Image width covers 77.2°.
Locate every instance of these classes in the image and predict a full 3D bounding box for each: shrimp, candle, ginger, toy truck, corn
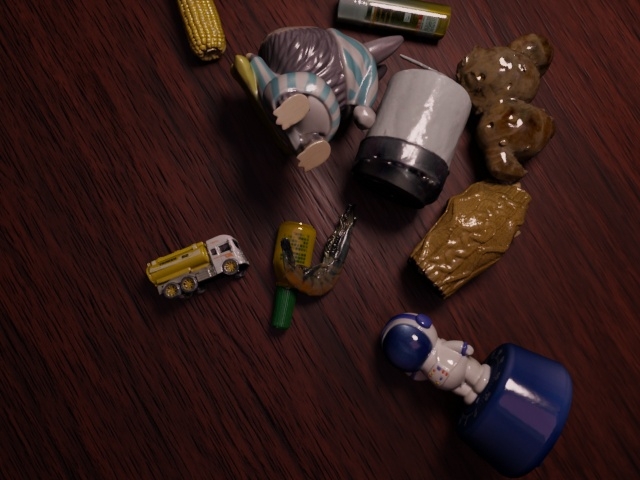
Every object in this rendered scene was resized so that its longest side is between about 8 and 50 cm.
[{"bbox_3d":[0.000,0.000,0.957,0.198,0.051,0.262,32,78,-41],"label":"shrimp"},{"bbox_3d":[0.226,-0.262,0.948,0.221,0.221,0.342,24,84,-1],"label":"candle"},{"bbox_3d":[0.467,-0.329,0.987,0.256,0.176,0.375,1,81,-15],"label":"ginger"},{"bbox_3d":[-0.292,0.063,0.958,0.227,0.098,0.114,-22,81,-3],"label":"toy truck"},{"bbox_3d":[-0.308,-0.577,1.011,0.093,0.093,0.244,-18,86,-4],"label":"corn"}]

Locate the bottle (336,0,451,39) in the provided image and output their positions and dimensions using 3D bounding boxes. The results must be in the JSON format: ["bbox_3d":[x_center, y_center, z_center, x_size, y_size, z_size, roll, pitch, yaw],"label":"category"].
[{"bbox_3d":[0.185,-0.587,1.040,0.286,0.082,0.082,8,85,-2],"label":"bottle"}]

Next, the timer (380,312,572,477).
[{"bbox_3d":[0.312,0.304,0.915,0.384,0.270,0.270,30,84,15],"label":"timer"}]

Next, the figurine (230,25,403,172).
[{"bbox_3d":[0.027,-0.367,0.874,0.378,0.361,0.266,-35,130,-1],"label":"figurine"}]

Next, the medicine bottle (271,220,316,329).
[{"bbox_3d":[-0.076,0.085,0.982,0.095,0.064,0.260,11,84,-7],"label":"medicine bottle"}]

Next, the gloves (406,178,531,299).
[{"bbox_3d":[0.371,-0.016,0.966,0.203,0.155,0.356,45,78,-10],"label":"gloves"}]
